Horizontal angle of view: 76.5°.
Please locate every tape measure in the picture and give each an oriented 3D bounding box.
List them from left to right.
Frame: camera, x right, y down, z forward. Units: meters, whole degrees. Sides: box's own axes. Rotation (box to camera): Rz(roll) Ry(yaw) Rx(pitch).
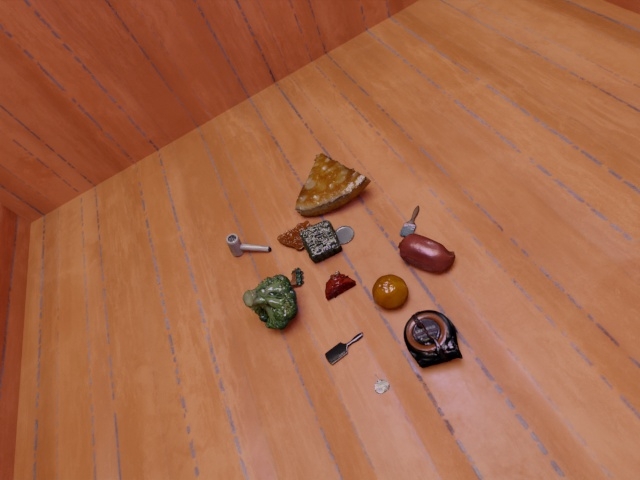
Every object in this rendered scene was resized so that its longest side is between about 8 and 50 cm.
[{"bbox_3d":[0.437,0.386,1.606,0.202,0.135,0.222,-24,49,18],"label":"tape measure"}]

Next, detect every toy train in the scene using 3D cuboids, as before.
[{"bbox_3d":[-0.119,0.183,2.014,0.064,0.044,0.103,-20,52,21],"label":"toy train"}]

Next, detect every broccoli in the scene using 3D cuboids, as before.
[{"bbox_3d":[-0.223,0.273,1.854,0.270,0.270,0.269,-14,69,40],"label":"broccoli"}]

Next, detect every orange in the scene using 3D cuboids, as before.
[{"bbox_3d":[0.301,0.218,1.766,0.159,0.136,0.158,-12,53,17],"label":"orange"}]

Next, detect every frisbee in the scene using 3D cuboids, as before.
[{"bbox_3d":[0.120,-0.029,2.079,0.110,0.014,0.110,-10,56,14],"label":"frisbee"}]

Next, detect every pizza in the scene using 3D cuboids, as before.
[{"bbox_3d":[0.056,-0.334,2.242,0.440,0.130,0.405,-22,51,19],"label":"pizza"}]

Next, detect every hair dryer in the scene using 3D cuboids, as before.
[{"bbox_3d":[-0.380,0.035,2.176,0.237,0.131,0.073,8,57,10],"label":"hair dryer"}]

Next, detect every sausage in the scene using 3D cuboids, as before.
[{"bbox_3d":[0.464,0.054,1.811,0.255,0.148,0.148,26,70,32],"label":"sausage"}]

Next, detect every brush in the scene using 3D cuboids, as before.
[{"bbox_3d":[0.108,0.459,1.754,0.193,0.016,0.063,-36,53,-4],"label":"brush"},{"bbox_3d":[0.450,-0.096,1.995,0.070,0.021,0.196,14,62,29],"label":"brush"}]

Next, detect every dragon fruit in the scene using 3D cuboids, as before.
[{"bbox_3d":[0.073,0.195,1.908,0.162,0.083,0.106,-31,50,2],"label":"dragon fruit"}]

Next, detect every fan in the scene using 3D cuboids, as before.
[{"bbox_3d":[0.236,0.581,1.630,0.080,0.003,0.060,28,70,33],"label":"fan"}]

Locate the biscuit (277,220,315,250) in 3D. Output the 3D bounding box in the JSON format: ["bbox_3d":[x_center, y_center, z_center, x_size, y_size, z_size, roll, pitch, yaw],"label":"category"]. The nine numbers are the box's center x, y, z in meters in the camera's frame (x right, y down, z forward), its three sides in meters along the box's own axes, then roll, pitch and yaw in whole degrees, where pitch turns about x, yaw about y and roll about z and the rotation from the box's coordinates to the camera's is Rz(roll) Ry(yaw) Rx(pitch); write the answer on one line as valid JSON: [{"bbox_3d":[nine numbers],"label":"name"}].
[{"bbox_3d":[-0.094,-0.018,2.136,0.281,0.043,0.183,-9,59,17],"label":"biscuit"}]

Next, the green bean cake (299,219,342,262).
[{"bbox_3d":[0.000,0.000,2.027,0.173,0.094,0.181,-23,68,2],"label":"green bean cake"}]
